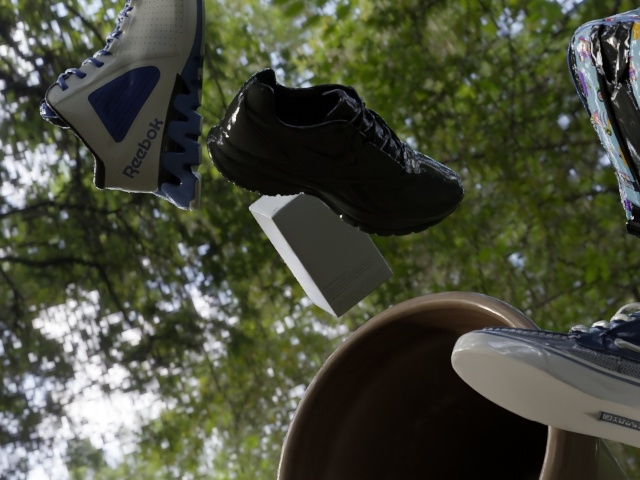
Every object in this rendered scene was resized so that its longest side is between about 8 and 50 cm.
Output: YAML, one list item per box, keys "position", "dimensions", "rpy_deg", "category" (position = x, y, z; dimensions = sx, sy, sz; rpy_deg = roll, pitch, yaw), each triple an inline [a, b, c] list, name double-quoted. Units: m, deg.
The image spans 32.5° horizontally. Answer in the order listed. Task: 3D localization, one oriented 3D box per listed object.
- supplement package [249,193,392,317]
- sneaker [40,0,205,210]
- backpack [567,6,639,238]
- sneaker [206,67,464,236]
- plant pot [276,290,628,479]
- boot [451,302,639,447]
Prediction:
- position: [0.000, 0.000, 1.539]
  dimensions: [0.105, 0.105, 0.179]
  rpy_deg: [-38, -69, -11]
  category: "supplement package"
- position: [-0.221, -0.192, 1.235]
  dimensions: [0.182, 0.316, 0.127]
  rpy_deg: [1, 1, -8]
  category: "sneaker"
- position: [0.251, -0.088, 0.724]
  dimensions: [0.117, 0.158, 0.173]
  rpy_deg: [-37, -72, -13]
  category: "backpack"
- position: [0.031, -0.093, 1.150]
  dimensions: [0.286, 0.109, 0.130]
  rpy_deg: [14, -47, -20]
  category: "sneaker"
- position: [0.132, 0.203, 0.864]
  dimensions: [0.263, 0.263, 0.229]
  rpy_deg: [-39, -50, 19]
  category: "plant pot"
- position: [0.184, 0.076, 0.703]
  dimensions: [0.189, 0.086, 0.069]
  rpy_deg: [18, -33, 10]
  category: "boot"
